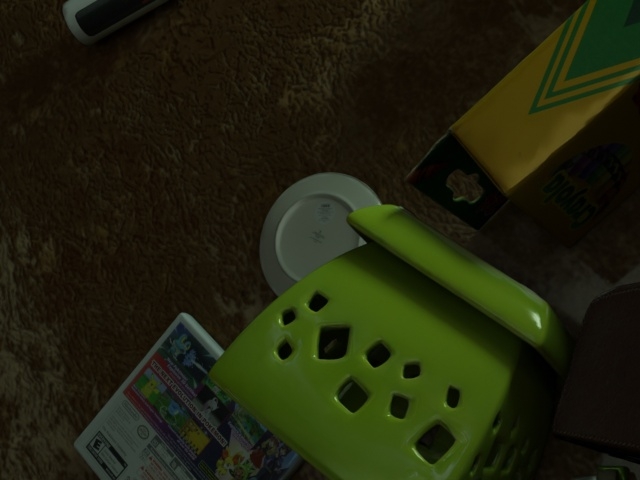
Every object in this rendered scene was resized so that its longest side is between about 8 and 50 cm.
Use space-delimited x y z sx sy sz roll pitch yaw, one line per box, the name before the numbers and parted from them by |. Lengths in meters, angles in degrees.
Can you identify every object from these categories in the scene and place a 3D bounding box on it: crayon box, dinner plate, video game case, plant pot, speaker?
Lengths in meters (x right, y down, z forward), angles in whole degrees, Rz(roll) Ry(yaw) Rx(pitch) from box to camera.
crayon box | 0.237 -0.110 0.980 0.318 0.202 0.081 -43 64 12
dinner plate | 0.000 0.000 1.169 0.141 0.017 0.141 -6 74 23
video game case | -0.130 0.203 1.179 0.201 0.023 0.183 44 98 28
plant pot | 0.084 0.113 0.992 0.227 0.228 0.207 34 86 28
speaker | -0.213 -0.268 1.309 0.136 0.055 0.055 -25 69 18

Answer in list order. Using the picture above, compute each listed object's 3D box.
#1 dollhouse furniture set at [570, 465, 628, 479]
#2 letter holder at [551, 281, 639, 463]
dollhouse furniture set | 0.216 0.186 0.991 0.058 0.076 0.152 -15 73 23
letter holder | 0.325 0.070 0.829 0.302 0.152 0.214 -7 65 71
